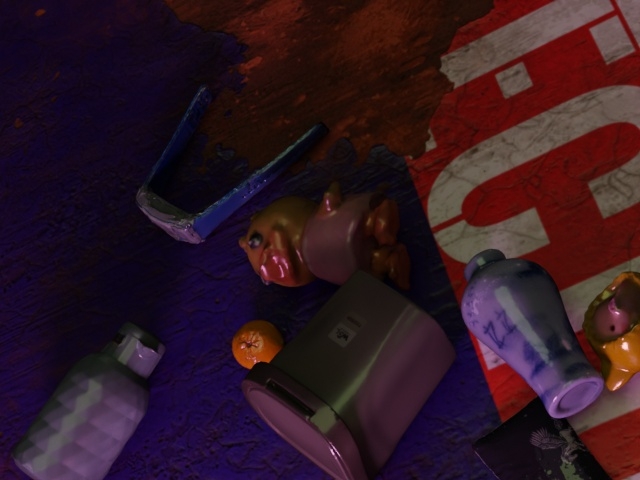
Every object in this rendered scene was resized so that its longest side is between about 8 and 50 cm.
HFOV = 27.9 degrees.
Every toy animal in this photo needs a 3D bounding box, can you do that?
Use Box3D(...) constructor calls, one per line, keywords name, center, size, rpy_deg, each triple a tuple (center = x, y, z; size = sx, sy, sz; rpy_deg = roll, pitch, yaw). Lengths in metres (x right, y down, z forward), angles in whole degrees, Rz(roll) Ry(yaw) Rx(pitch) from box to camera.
Box3D(name="toy animal", center=(0.472, 0.103, 1.727), size=(0.230, 0.156, 0.156), rpy_deg=(-18, 59, 30))
Box3D(name="toy animal", center=(-0.001, -0.002, 1.991), size=(0.281, 0.195, 0.169), rpy_deg=(-6, 24, 19))

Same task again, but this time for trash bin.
Box3D(name="trash bin", center=(0.051, 0.199, 1.844), size=(0.220, 0.219, 0.250), rpy_deg=(33, 77, 32))

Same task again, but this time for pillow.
Box3D(name="pillow", center=(0.311, 0.316, 1.743), size=(0.141, 0.055, 0.208), rpy_deg=(-36, 54, 5))

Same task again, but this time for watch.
Box3D(name="watch", center=(-0.157, -0.115, 2.182), size=(0.276, 0.068, 0.274), rpy_deg=(20, 72, 32))

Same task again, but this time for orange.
Box3D(name="orange", center=(-0.097, 0.163, 2.008), size=(0.083, 0.070, 0.083), rpy_deg=(-8, 68, 21))

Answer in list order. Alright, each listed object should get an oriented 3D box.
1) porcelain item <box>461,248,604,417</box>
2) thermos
Box3D(name="porcelain item", center=(0.287, 0.122, 1.793), size=(0.141, 0.141, 0.259), rpy_deg=(-35, 54, 7))
Box3D(name="thermos", center=(-0.357, 0.262, 2.055), size=(0.286, 0.145, 0.182), rpy_deg=(-56, 23, -10))
